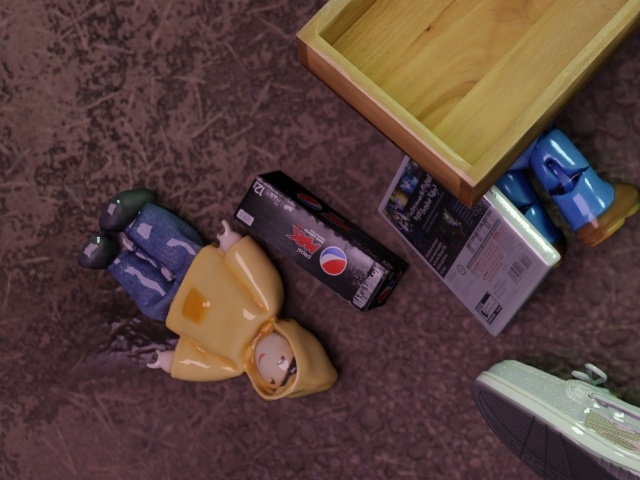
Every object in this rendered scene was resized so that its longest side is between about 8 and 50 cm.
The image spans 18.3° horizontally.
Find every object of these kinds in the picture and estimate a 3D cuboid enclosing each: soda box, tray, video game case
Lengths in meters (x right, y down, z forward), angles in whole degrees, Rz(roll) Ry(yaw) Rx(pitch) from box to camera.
[{"bbox_3d":[0.000,0.000,1.966,0.169,0.060,0.053,37,108,15],"label":"soda box"},{"bbox_3d":[0.193,-0.245,1.738,0.203,0.076,0.411,41,78,13],"label":"tray"},{"bbox_3d":[0.135,-0.008,1.861,0.022,0.190,0.173,-39,79,-22],"label":"video game case"}]

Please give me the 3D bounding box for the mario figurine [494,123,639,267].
[{"bbox_3d":[0.171,-0.138,1.865,0.198,0.170,0.320,-32,95,-10],"label":"mario figurine"}]

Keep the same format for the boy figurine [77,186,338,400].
[{"bbox_3d":[-0.111,0.074,2.008,0.285,0.092,0.177,40,108,16],"label":"boy figurine"}]

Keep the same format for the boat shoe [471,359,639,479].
[{"bbox_3d":[0.293,0.192,1.855,0.320,0.103,0.118,24,151,21],"label":"boat shoe"}]
